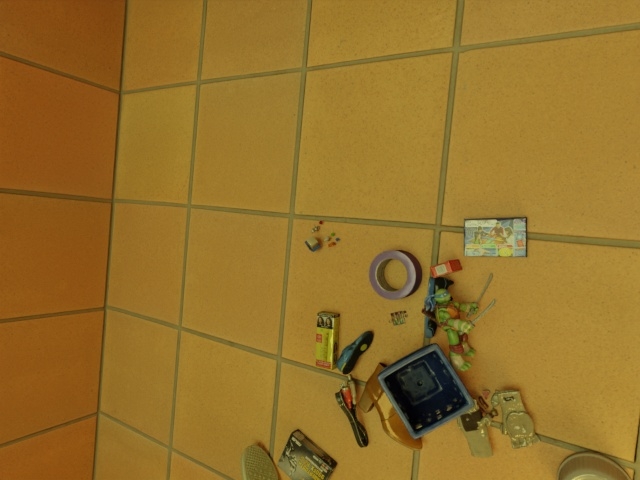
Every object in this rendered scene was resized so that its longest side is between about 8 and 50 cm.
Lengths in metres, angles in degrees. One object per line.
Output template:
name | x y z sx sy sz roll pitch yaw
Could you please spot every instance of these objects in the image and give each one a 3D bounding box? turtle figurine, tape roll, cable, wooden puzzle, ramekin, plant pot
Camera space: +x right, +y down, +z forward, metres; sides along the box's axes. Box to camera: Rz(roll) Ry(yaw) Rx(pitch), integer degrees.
turtle figurine | 0.497 0.283 1.421 0.275 0.198 0.266 -13 105 -1
tape roll | 0.285 0.130 1.626 0.189 0.080 0.188 -1 88 31
cable | 0.135 0.681 1.680 0.072 0.139 0.286 -24 80 19
wooden puzzle | 0.302 0.303 1.656 0.083 0.006 0.049 -18 80 29
ramekin | 0.824 0.760 1.276 0.207 0.109 0.206 -1 88 31
plant pot | 0.348 0.504 1.473 0.236 0.212 0.235 -30 79 -1

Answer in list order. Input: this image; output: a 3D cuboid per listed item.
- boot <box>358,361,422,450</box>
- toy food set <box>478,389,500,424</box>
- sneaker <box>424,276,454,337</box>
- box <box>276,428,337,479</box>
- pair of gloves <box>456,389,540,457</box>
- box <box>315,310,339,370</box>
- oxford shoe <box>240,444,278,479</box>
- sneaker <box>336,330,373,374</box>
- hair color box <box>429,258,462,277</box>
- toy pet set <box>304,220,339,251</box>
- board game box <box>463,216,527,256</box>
boot | 0.297 0.617 1.602 0.295 0.104 0.211 33 101 25
toy food set | 0.578 0.574 1.479 0.078 0.019 0.122 6 93 31
sneaker | 0.427 0.246 1.539 0.091 0.081 0.232 6 100 15
box | -0.061 0.966 1.838 0.231 0.056 0.182 30 104 28
pair of gloves | 0.588 0.616 1.440 0.240 0.042 0.204 -25 85 23
box | 0.028 0.418 1.789 0.088 0.058 0.231 4 92 30
oxford shoe | -0.250 1.148 1.900 0.130 0.169 0.448 -44 68 45
sneaker | 0.130 0.439 1.724 0.209 0.069 0.082 -57 36 9
hair color box | 0.443 0.098 1.495 0.072 0.141 0.043 -23 77 29
toy pet set | 0.000 0.000 1.825 0.114 0.065 0.122 -38 70 -12
board game box | 0.599 -0.011 1.464 0.202 0.035 0.136 0 90 31
